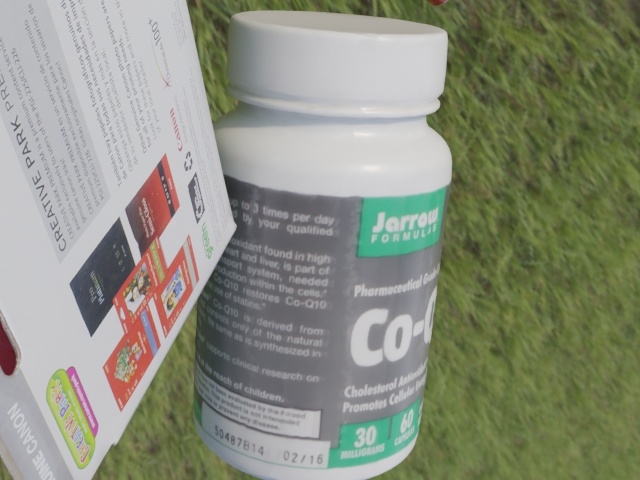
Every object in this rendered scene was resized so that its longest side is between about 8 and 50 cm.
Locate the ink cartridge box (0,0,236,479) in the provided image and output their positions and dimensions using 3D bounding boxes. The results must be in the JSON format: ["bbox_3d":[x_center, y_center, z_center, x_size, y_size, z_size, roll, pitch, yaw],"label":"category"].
[{"bbox_3d":[-0.173,-0.039,0.511,0.130,0.271,0.309,8,135,16],"label":"ink cartridge box"}]

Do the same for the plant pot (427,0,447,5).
[{"bbox_3d":[0.085,-0.401,0.721,0.236,0.267,0.267,24,136,-35],"label":"plant pot"}]

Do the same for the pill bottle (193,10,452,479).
[{"bbox_3d":[0.000,0.000,0.783,0.204,0.204,0.360,-6,111,-27],"label":"pill bottle"}]
